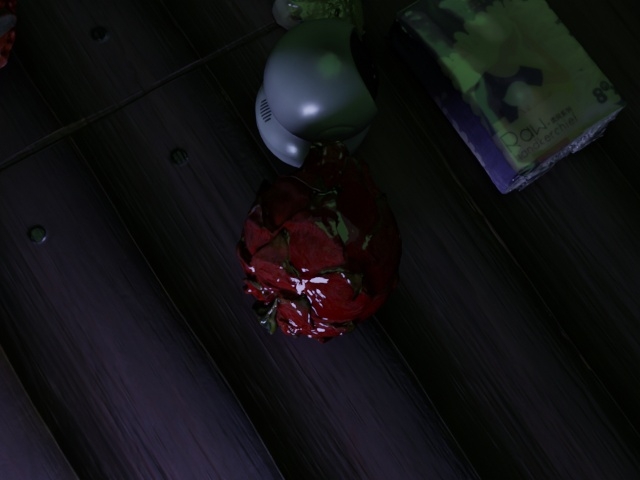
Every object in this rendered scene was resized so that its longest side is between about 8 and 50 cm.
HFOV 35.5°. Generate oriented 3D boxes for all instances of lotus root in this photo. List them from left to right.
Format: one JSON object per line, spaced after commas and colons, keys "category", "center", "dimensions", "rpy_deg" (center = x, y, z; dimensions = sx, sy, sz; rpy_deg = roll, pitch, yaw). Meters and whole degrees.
{"category": "lotus root", "center": [0.015, -0.382, 1.661], "dimensions": [0.143, 0.070, 0.144], "rpy_deg": [-40, 82, -16]}

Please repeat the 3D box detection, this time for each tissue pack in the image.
{"category": "tissue pack", "center": [0.303, -0.274, 1.638], "dimensions": [0.242, 0.125, 0.343], "rpy_deg": [-33, 80, -16]}

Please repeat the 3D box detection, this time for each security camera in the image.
{"category": "security camera", "center": [-0.003, -0.232, 1.528], "dimensions": [0.194, 0.236, 0.194], "rpy_deg": [2, 71, -5]}

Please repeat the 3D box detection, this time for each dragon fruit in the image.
{"category": "dragon fruit", "center": [0.000, 0.000, 1.452], "dimensions": [0.244, 0.244, 0.299], "rpy_deg": [4, 90, -6]}

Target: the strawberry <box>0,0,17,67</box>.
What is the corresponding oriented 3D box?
{"category": "strawberry", "center": [-0.608, -0.365, 1.544], "dimensions": [0.265, 0.149, 0.336], "rpy_deg": [-31, 69, -9]}
